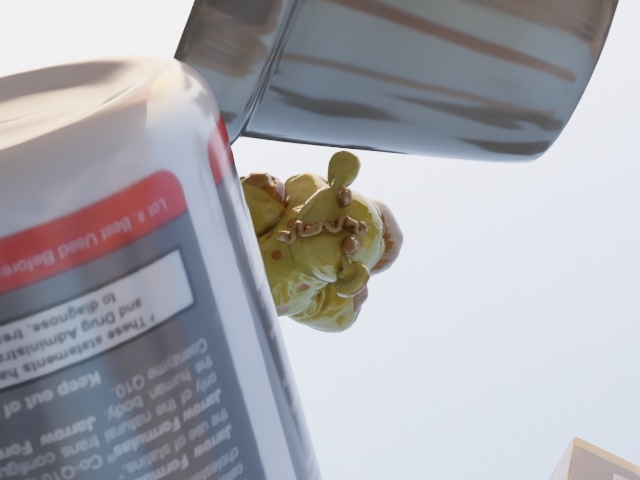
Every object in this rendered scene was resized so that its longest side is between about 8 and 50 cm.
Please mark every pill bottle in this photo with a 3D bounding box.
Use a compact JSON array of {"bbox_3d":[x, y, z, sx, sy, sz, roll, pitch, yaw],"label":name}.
[{"bbox_3d":[-0.100,0.123,0.675,0.210,0.363,0.210,-13,-164,4],"label":"pill bottle"}]

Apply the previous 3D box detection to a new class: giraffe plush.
[{"bbox_3d":[0.000,0.000,1.531,0.170,0.181,0.210,-27,180,44],"label":"giraffe plush"}]

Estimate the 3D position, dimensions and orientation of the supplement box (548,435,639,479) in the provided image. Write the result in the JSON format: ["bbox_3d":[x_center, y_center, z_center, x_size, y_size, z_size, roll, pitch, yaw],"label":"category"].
[{"bbox_3d":[0.247,0.328,1.532,0.191,0.129,0.194,-65,178,24],"label":"supplement box"}]

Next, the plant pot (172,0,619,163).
[{"bbox_3d":[0.057,-0.188,1.196,0.323,0.280,0.323,-160,-90,-83],"label":"plant pot"}]
